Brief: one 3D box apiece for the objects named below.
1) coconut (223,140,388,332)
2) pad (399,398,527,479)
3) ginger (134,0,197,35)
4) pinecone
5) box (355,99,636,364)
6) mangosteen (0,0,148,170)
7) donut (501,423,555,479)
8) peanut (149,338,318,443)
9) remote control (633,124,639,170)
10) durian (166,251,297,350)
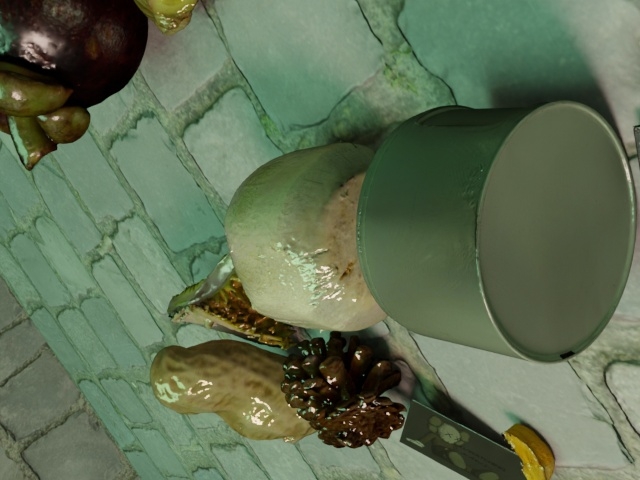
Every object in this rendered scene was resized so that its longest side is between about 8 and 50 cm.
[{"bbox_3d":[-0.001,0.002,1.032,0.230,0.227,0.227,-6,116,54],"label":"coconut"},{"bbox_3d":[0.204,0.300,1.210,0.190,0.004,0.127,25,142,16],"label":"pad"},{"bbox_3d":[-0.193,-0.351,1.052,0.216,0.102,0.157,113,143,-61],"label":"ginger"},{"bbox_3d":[0.032,0.220,1.260,0.195,0.150,0.179,31,160,35],"label":"pinecone"},{"bbox_3d":[0.161,-0.012,0.783,0.149,0.226,0.226,8,127,50],"label":"box"},{"bbox_3d":[-0.392,-0.273,1.173,0.307,0.307,0.346,-8,71,56],"label":"mangosteen"},{"bbox_3d":[0.271,0.277,1.108,0.083,0.038,0.067,45,151,25],"label":"donut"},{"bbox_3d":[-0.128,0.245,1.410,0.140,0.325,0.153,5,81,65],"label":"peanut"},{"bbox_3d":[0.298,-0.063,0.752,0.034,0.016,0.091,2,123,34],"label":"remote control"},{"bbox_3d":[-0.127,0.119,1.395,0.196,0.185,0.305,38,158,-9],"label":"durian"}]
